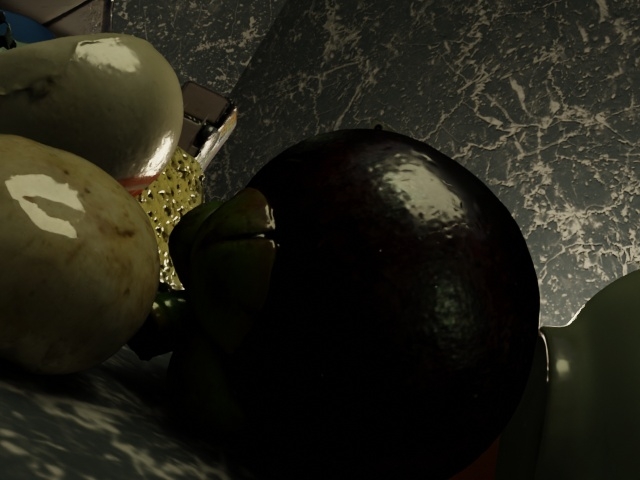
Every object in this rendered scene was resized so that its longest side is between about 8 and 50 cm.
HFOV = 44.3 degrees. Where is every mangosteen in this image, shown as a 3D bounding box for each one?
[{"bbox_3d":[0.019,0.062,0.626,0.300,0.300,0.300,31,-1,1],"label":"mangosteen"}]

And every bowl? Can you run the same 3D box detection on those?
[{"bbox_3d":[0.243,0.168,0.600,0.185,0.353,0.354,12,-3,6],"label":"bowl"}]

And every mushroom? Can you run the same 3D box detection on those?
[{"bbox_3d":[-0.185,0.012,0.507,0.166,0.127,0.166,32,22,-15],"label":"mushroom"}]

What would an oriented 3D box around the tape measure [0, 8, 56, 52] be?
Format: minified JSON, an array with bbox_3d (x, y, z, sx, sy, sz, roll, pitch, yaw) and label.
[{"bbox_3d":[-0.417,-0.221,1.025,0.351,0.215,0.097,-44,114,-80],"label":"tape measure"}]

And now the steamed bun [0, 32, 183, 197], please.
[{"bbox_3d":[-0.285,-0.108,0.883,0.283,0.283,0.177,-159,-130,-84],"label":"steamed bun"}]

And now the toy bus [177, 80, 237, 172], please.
[{"bbox_3d":[-0.270,-0.126,1.421,0.112,0.317,0.138,29,-16,8],"label":"toy bus"}]

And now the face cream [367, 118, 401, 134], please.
[{"bbox_3d":[0.000,0.000,1.025,0.105,0.348,0.105,31,-1,1],"label":"face cream"}]

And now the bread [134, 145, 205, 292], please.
[{"bbox_3d":[-0.349,-0.040,1.138,0.315,0.279,0.248,-14,-20,18],"label":"bread"}]

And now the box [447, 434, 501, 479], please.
[{"bbox_3d":[0.252,0.287,1.051,0.385,0.122,0.344,32,-1,-35],"label":"box"}]

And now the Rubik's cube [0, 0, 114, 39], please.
[{"bbox_3d":[-0.459,-0.393,1.116,0.307,0.310,0.305,-10,-19,-23],"label":"Rubik's cube"}]
